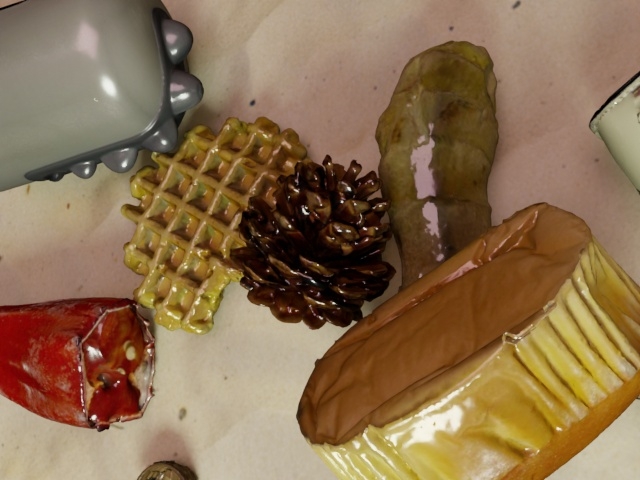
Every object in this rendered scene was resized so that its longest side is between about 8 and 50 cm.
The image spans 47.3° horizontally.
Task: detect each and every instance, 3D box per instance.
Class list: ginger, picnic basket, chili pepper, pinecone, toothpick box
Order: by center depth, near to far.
[{"bbox_3d":[0.000,0.000,0.693,0.174,0.173,0.173,-4,78,19],"label":"pinecone"},{"bbox_3d":[0.116,-0.069,0.730,0.109,0.116,0.262,-5,81,49],"label":"ginger"},{"bbox_3d":[-0.173,0.268,0.773,0.072,0.083,0.072,-4,79,20],"label":"picnic basket"},{"bbox_3d":[-0.288,-0.178,0.844,0.316,0.229,0.229,-13,75,14],"label":"toothpick box"},{"bbox_3d":[-0.315,0.137,0.849,0.253,0.144,0.136,1,50,28],"label":"chili pepper"}]

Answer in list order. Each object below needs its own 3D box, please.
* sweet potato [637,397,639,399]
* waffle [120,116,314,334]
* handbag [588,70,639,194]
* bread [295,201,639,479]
[{"bbox_3d":[0.165,0.190,0.683,0.274,0.067,0.067,-25,72,8],"label":"sweet potato"},{"bbox_3d":[-0.109,-0.020,0.827,0.253,0.056,0.249,-7,77,17],"label":"waffle"},{"bbox_3d":[0.410,-0.016,0.574,0.237,0.160,0.358,-39,67,35],"label":"handbag"},{"bbox_3d":[0.133,0.113,0.598,0.288,0.204,0.156,-41,107,8],"label":"bread"}]
